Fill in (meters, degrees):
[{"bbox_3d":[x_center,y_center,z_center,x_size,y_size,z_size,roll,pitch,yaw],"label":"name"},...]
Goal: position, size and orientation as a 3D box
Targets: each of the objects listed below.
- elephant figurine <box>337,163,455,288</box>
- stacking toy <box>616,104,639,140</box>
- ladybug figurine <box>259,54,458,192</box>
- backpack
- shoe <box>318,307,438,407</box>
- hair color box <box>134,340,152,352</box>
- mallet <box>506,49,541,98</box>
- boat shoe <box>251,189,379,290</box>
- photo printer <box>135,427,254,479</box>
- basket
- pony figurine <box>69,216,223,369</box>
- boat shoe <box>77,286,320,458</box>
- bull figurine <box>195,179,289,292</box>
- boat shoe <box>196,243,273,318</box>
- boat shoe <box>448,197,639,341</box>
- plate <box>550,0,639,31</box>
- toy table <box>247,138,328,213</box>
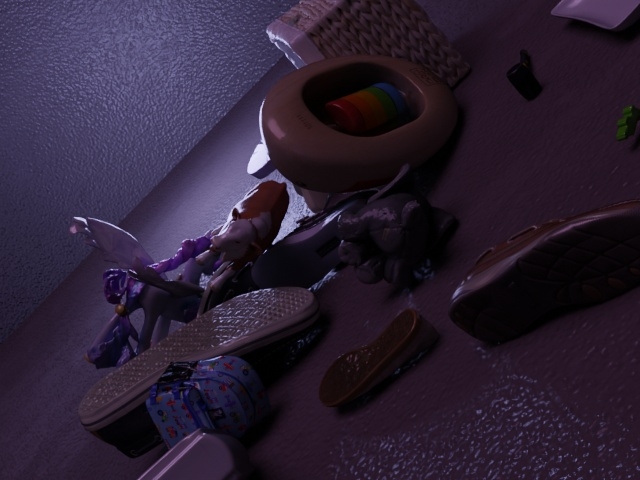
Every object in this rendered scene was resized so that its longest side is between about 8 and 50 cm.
[{"bbox_3d":[0.137,-0.043,1.733,0.186,0.169,0.239,5,32,30],"label":"elephant figurine"},{"bbox_3d":[0.522,-0.233,1.437,0.167,0.052,0.221,-15,39,59],"label":"stacking toy"},{"bbox_3d":[0.074,-0.215,1.966,0.449,0.305,0.162,-23,-34,-35],"label":"ladybug figurine"},{"bbox_3d":[-0.180,0.276,1.717,0.173,0.158,0.117,-12,19,25],"label":"backpack"},{"bbox_3d":[0.085,0.186,1.536,0.219,0.058,0.076,-42,40,26],"label":"shoe"},{"bbox_3d":[-0.426,0.299,2.370,0.141,0.043,0.072,-57,22,-22],"label":"hair color box"},{"bbox_3d":[0.382,-0.311,1.899,0.039,0.062,0.189,-36,8,25],"label":"mallet"},{"bbox_3d":[-0.003,-0.003,1.978,0.306,0.113,0.105,-38,14,29],"label":"boat shoe"},{"bbox_3d":[-0.217,0.391,1.530,0.256,0.107,0.307,-43,-9,-6],"label":"photo printer"},{"bbox_3d":[0.095,-0.415,2.240,0.266,0.331,0.328,-44,20,3],"label":"basket"},{"bbox_3d":[-0.341,0.109,2.114,0.303,0.351,0.363,33,102,37],"label":"pony figurine"},{"bbox_3d":[-0.205,0.242,1.880,0.500,0.156,0.187,-31,21,11],"label":"boat shoe"},{"bbox_3d":[-0.146,-0.013,1.965,0.188,0.101,0.310,-41,6,29],"label":"bull figurine"},{"bbox_3d":[-0.153,0.110,2.081,0.113,0.127,0.340,10,34,13],"label":"boat shoe"},{"bbox_3d":[0.298,0.019,1.315,0.324,0.123,0.116,-28,25,39],"label":"boat shoe"},{"bbox_3d":[0.564,-0.472,1.804,0.278,0.045,0.277,-45,19,5],"label":"plate"},{"bbox_3d":[-0.031,-0.197,2.282,0.274,0.161,0.252,-26,38,59],"label":"toy table"}]
